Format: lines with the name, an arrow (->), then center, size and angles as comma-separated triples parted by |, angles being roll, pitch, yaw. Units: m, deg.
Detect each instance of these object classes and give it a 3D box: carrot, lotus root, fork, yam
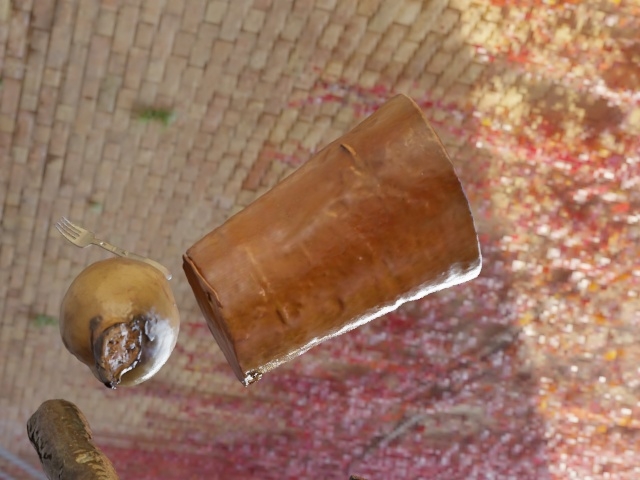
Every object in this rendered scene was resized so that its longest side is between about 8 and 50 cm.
carrot -> 0.000, 0.000, 1.033 | 0.196, 0.254, 0.196 | 62, -8, 15
lotus root -> -0.204, 0.083, 1.140 | 0.118, 0.125, 0.221 | -58, -171, 8
fork -> -0.333, 0.016, 1.810 | 0.034, 0.219, 0.028 | -53, 159, -40
yam -> -0.204, 0.216, 0.990 | 0.253, 0.061, 0.061 | 32, -68, 56

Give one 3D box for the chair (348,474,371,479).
chair -> 0.121, 0.379, 1.472 | 0.084, 0.212, 0.101 | 40, -70, 53
